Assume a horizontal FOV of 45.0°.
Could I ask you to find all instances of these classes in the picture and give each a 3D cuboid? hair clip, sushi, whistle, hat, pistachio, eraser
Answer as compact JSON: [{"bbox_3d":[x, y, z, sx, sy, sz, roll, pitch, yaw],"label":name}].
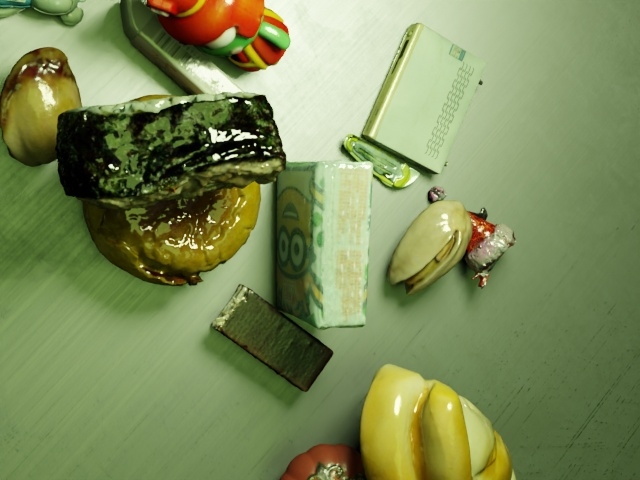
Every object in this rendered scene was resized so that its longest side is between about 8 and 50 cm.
[{"bbox_3d":[0.121,-0.164,1.623,0.188,0.033,0.060,31,85,-23],"label":"hair clip"},{"bbox_3d":[-0.238,-0.143,1.232,0.350,0.211,0.170,-10,100,-18],"label":"sushi"},{"bbox_3d":[-0.525,-0.434,1.331,0.236,0.077,0.114,1,134,-19],"label":"whistle"},{"bbox_3d":[0.313,-0.026,1.685,0.227,0.129,0.140,43,96,-1],"label":"hat"},{"bbox_3d":[0.229,0.013,1.613,0.126,0.152,0.223,32,98,-22],"label":"pistachio"},{"bbox_3d":[-0.485,-0.231,1.336,0.165,0.131,0.210,-13,124,-61],"label":"pistachio"},{"bbox_3d":[-0.241,-0.316,1.442,0.352,0.089,0.061,40,77,-20],"label":"eraser"}]

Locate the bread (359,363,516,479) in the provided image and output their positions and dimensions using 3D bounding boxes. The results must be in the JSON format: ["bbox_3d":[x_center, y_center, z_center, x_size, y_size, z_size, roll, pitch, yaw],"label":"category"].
[{"bbox_3d":[0.239,0.415,1.545,0.245,0.328,0.424,-22,132,17],"label":"bread"}]

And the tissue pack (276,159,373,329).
[{"bbox_3d":[0.000,0.000,1.487,0.128,0.228,0.310,-1,96,-22],"label":"tissue pack"}]

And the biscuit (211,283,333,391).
[{"bbox_3d":[-0.098,0.195,1.548,0.252,0.070,0.106,38,80,-20],"label":"biscuit"}]

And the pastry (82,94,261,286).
[{"bbox_3d":[-0.272,-0.093,1.410,0.356,0.164,0.355,0,90,-20],"label":"pastry"}]

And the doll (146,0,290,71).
[{"bbox_3d":[-0.188,-0.407,1.337,0.363,0.183,0.160,7,105,-60],"label":"doll"}]

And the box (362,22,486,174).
[{"bbox_3d":[0.226,-0.297,1.646,0.211,0.045,0.270,24,85,-21],"label":"box"}]

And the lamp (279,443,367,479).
[{"bbox_3d":[0.020,0.523,1.552,0.227,0.227,0.226,-2,95,-21],"label":"lamp"}]
